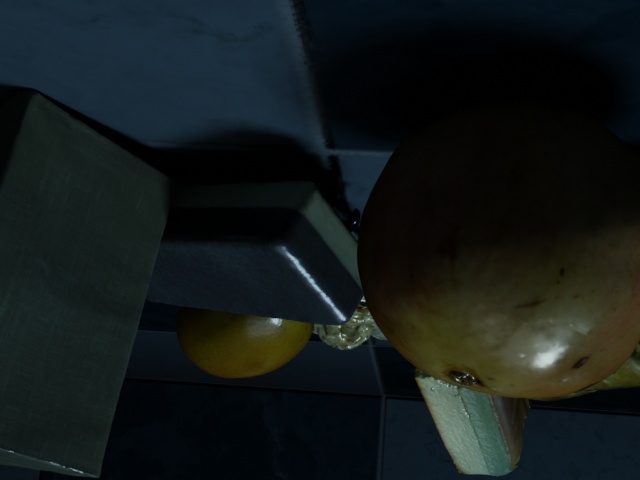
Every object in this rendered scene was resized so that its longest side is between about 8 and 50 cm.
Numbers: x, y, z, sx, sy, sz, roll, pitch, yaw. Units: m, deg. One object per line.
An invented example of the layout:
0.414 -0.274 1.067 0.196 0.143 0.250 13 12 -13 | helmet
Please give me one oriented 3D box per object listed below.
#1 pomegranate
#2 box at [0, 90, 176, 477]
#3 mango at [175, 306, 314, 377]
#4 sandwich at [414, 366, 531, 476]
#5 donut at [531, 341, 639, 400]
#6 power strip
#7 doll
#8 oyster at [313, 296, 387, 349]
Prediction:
0.113 0.002 0.534 0.191 0.191 0.191 4 165 1 | pomegranate
-0.231 0.036 0.636 0.149 0.231 0.155 -5 155 36 | box
-0.085 0.099 1.082 0.152 0.120 0.221 21 150 -33 | mango
0.209 0.208 1.212 0.108 0.220 0.186 -3 164 32 | sandwich
0.253 0.047 0.702 0.209 0.128 0.261 -8 170 -24 | donut
-0.085 0.005 0.721 0.257 0.070 0.105 1 141 41 | power strip
0.000 0.000 0.781 0.096 0.070 0.195 8 158 15 | doll
0.060 0.098 1.125 0.163 0.081 0.191 -14 161 39 | oyster
